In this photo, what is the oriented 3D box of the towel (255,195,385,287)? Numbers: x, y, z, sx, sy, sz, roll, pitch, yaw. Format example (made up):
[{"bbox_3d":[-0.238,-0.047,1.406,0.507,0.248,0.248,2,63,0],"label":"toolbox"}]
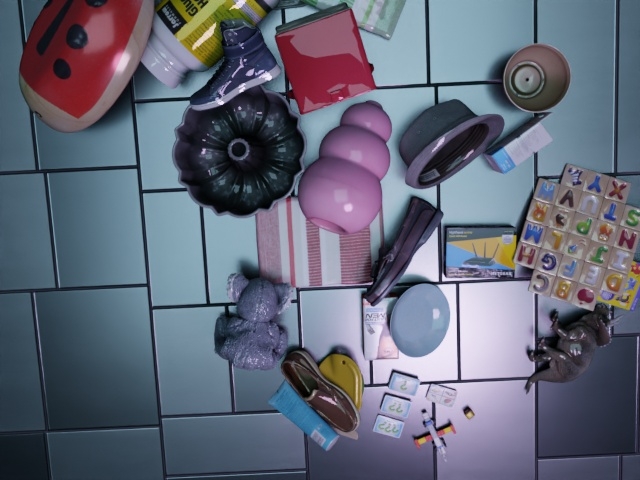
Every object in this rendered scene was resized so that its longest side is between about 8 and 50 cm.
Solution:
[{"bbox_3d":[0.000,0.000,1.991,0.329,0.037,0.237,-3,97,-1],"label":"towel"}]

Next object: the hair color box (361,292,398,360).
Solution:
[{"bbox_3d":[0.156,0.224,2.018,0.093,0.053,0.167,-3,100,-1],"label":"hair color box"}]

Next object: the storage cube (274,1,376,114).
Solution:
[{"bbox_3d":[0.007,-0.431,1.822,0.215,0.184,0.193,-17,111,5],"label":"storage cube"}]

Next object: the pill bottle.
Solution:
[{"bbox_3d":[-0.275,-0.521,1.820,0.334,0.188,0.188,-41,97,10],"label":"pill bottle"}]

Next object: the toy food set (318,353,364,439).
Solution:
[{"bbox_3d":[0.061,0.400,2.045,0.128,0.071,0.218,5,97,25],"label":"toy food set"}]

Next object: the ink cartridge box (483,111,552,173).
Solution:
[{"bbox_3d":[0.502,-0.242,1.917,0.180,0.104,0.060,-35,98,6],"label":"ink cartridge box"}]

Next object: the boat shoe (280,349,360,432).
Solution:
[{"bbox_3d":[-0.010,0.398,1.984,0.257,0.095,0.095,44,111,15],"label":"boat shoe"}]

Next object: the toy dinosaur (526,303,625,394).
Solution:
[{"bbox_3d":[0.641,0.288,2.000,0.160,0.121,0.313,31,94,8],"label":"toy dinosaur"}]

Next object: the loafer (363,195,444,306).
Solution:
[{"bbox_3d":[0.189,0.024,1.947,0.095,0.109,0.302,38,81,-2],"label":"loafer"}]

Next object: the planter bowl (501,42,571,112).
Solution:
[{"bbox_3d":[0.515,-0.393,1.890,0.162,0.109,0.162,0,99,0],"label":"planter bowl"}]

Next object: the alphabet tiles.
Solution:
[{"bbox_3d":[0.656,-0.010,1.959,0.285,0.011,0.343,18,87,3],"label":"alphabet tiles"}]

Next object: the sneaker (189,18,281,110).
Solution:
[{"bbox_3d":[-0.222,-0.404,1.754,0.226,0.086,0.163,-28,129,0],"label":"sneaker"}]

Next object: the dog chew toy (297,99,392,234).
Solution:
[{"bbox_3d":[0.075,-0.186,1.875,0.206,0.206,0.332,21,79,-4],"label":"dog chew toy"}]

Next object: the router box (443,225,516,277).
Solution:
[{"bbox_3d":[0.408,0.029,1.991,0.179,0.046,0.133,-1,99,0],"label":"router box"}]

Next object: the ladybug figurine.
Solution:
[{"bbox_3d":[-0.551,-0.455,1.780,0.449,0.162,0.305,-52,57,19],"label":"ladybug figurine"}]

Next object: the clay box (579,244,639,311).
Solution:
[{"bbox_3d":[0.719,0.089,1.999,0.222,0.053,0.127,17,98,-4],"label":"clay box"}]

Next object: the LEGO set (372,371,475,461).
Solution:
[{"bbox_3d":[0.281,0.471,2.059,0.244,0.060,0.182,17,103,-4],"label":"LEGO set"}]

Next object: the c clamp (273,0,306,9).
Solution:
[{"bbox_3d":[-0.098,-0.634,1.891,0.160,0.022,0.137,0,99,0],"label":"c clamp"}]

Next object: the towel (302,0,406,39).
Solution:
[{"bbox_3d":[0.067,-0.664,1.868,0.324,0.038,0.248,20,100,-11],"label":"towel"}]

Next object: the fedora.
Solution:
[{"bbox_3d":[0.297,-0.250,1.881,0.275,0.243,0.124,-40,68,14],"label":"fedora"}]

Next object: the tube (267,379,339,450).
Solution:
[{"bbox_3d":[-0.043,0.464,2.035,0.207,0.052,0.080,39,94,19],"label":"tube"}]

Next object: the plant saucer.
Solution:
[{"bbox_3d":[0.249,0.204,1.998,0.195,0.037,0.195,-5,101,-31],"label":"plant saucer"}]

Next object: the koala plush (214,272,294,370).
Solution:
[{"bbox_3d":[-0.162,0.195,1.935,0.196,0.203,0.221,14,99,-3],"label":"koala plush"}]

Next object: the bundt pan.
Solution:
[{"bbox_3d":[-0.187,-0.214,1.888,0.330,0.124,0.331,0,89,7],"label":"bundt pan"}]
